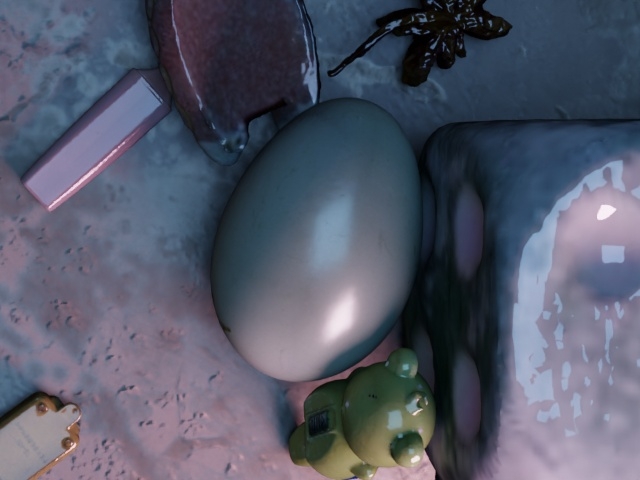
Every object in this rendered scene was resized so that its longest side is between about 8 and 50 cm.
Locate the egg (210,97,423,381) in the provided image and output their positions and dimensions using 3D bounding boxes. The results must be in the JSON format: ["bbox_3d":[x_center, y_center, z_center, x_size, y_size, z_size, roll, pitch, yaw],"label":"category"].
[{"bbox_3d":[0.000,0.000,1.463,0.182,0.183,0.264,15,104,-12],"label":"egg"}]

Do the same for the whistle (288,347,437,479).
[{"bbox_3d":[0.034,0.168,1.473,0.085,0.227,0.105,7,69,-28],"label":"whistle"}]

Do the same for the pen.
[{"bbox_3d":[-0.189,-0.107,1.499,0.197,0.032,0.053,-42,99,-3],"label":"pen"}]

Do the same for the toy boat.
[{"bbox_3d":[-0.089,-0.188,1.490,0.155,0.085,0.227,-23,104,-29],"label":"toy boat"}]

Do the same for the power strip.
[{"bbox_3d":[-0.346,0.240,1.490,0.305,0.044,0.064,-37,101,-8],"label":"power strip"}]

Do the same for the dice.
[{"bbox_3d":[0.263,0.065,1.453,0.330,0.328,0.348,1,95,-11],"label":"dice"}]

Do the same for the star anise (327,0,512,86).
[{"bbox_3d":[0.090,-0.196,1.532,0.190,0.070,0.097,-32,102,-5],"label":"star anise"}]
